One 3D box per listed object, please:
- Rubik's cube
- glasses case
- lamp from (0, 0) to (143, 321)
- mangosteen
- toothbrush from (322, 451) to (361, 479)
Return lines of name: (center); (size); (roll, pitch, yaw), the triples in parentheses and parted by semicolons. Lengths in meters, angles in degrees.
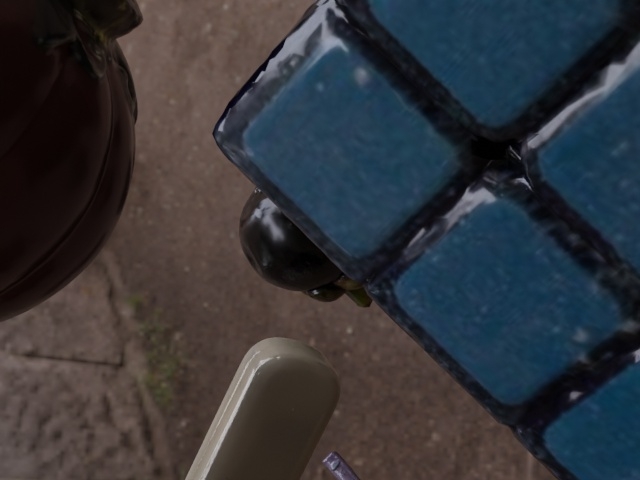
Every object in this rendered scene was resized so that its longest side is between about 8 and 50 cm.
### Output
Rubik's cube: (0.228, -0.086, 0.530); (0.337, 0.344, 0.344); (-47, 1, 35)
glasses case: (-0.053, 0.174, 1.059); (0.196, 0.083, 0.050); (-63, 23, 13)
lamp: (-0.228, -0.094, 0.677); (0.257, 0.303, 0.303); (-33, 41, 4)
mangosteen: (0.000, 0.000, 1.157); (0.137, 0.151, 0.137); (-32, 15, 9)
toothbrush: (0.124, 0.403, 1.619); (0.024, 0.029, 0.354); (-47, 70, 8)
